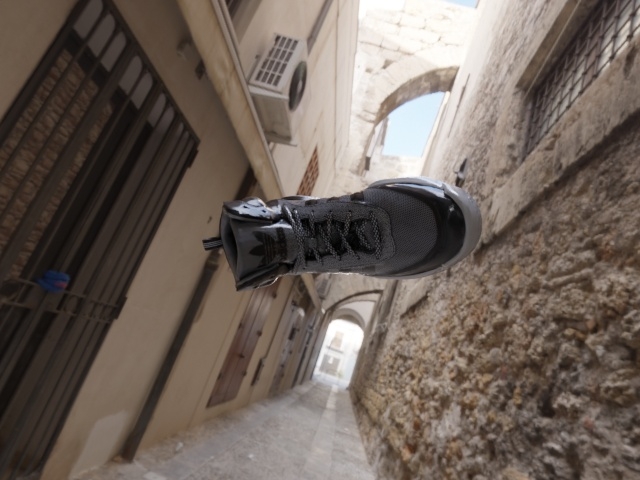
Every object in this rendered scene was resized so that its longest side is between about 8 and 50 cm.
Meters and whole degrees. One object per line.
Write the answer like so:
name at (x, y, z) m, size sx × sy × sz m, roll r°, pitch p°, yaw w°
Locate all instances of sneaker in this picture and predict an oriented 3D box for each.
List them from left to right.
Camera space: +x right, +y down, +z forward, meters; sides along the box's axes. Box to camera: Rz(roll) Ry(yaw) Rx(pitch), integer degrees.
sneaker at (0.000, 0.000, 0.383) m, size 0.269 × 0.101 × 0.153 m, roll -1°, pitch 10°, yaw 44°
